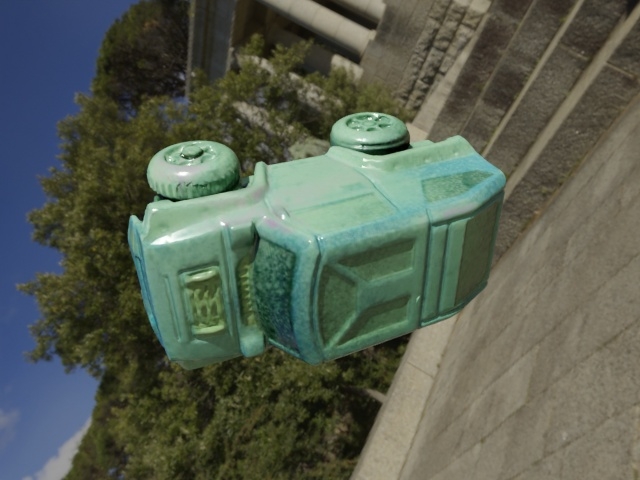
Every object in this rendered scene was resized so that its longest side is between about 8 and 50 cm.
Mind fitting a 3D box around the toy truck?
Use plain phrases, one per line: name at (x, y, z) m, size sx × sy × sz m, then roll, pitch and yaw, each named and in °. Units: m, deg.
toy truck at (0.000, 0.000, 0.424) m, size 0.279 × 0.156 × 0.155 m, roll -15°, pitch -55°, yaw -21°
